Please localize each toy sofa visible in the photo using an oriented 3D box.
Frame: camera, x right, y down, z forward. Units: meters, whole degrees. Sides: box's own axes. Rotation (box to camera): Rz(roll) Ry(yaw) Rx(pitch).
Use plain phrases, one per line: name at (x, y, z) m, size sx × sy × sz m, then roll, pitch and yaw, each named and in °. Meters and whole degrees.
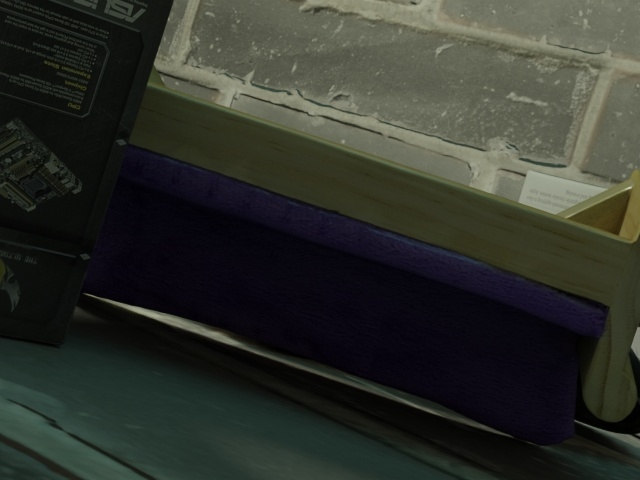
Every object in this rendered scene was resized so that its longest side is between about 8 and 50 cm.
toy sofa at (0.000, 0.000, 0.759) m, size 0.363 × 0.177 × 0.150 m, roll 19°, pitch 9°, yaw 6°

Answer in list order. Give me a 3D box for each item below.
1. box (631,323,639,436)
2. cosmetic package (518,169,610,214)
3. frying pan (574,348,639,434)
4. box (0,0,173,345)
box at (0.317, 0.088, 0.975) m, size 0.087 × 0.169 × 0.290 m, roll 13°, pitch 7°, yaw -35°
cosmetic package at (0.287, 0.041, 1.421) m, size 0.151 × 0.183 × 0.151 m, roll 14°, pitch 5°, yaw -30°
frying pan at (0.178, 0.078, 0.881) m, size 0.326 × 0.053 × 0.197 m, roll 17°, pitch -22°, yaw 49°
box at (-0.194, -0.062, 0.603) m, size 0.231 × 0.183 × 0.056 m, roll 14°, pitch 7°, yaw -39°
